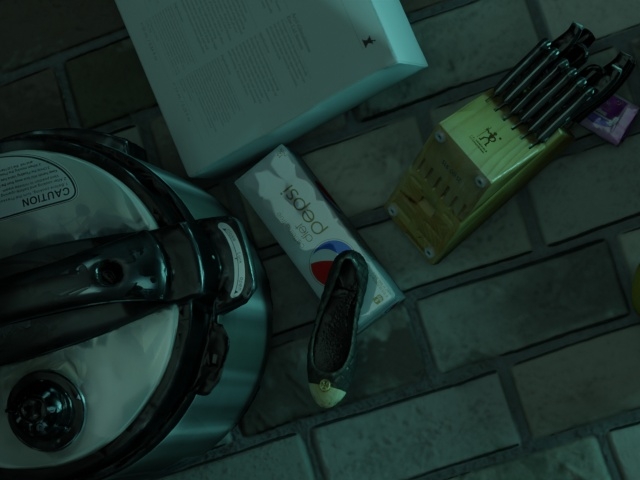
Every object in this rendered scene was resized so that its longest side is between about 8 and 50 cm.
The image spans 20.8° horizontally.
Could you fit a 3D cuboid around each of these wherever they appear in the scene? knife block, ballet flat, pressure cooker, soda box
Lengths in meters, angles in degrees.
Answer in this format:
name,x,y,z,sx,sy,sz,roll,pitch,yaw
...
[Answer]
name,x,y,z,sx,sy,sz,roll,pitch,yaw
knife block,0.214,-0.115,1.893,0.242,0.276,0.088,-32,75,-30
ballet flat,0.014,0.094,1.876,0.057,0.049,0.173,9,90,16
pressure cooker,-0.255,0.077,1.816,0.375,0.420,0.370,32,93,13
soda box,0.000,0.000,1.948,0.074,0.069,0.216,-38,78,8

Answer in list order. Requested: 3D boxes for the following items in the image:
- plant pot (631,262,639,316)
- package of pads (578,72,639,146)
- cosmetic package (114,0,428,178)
name,x,y,z,sx,sy,sz,roll,pitch,yaw
plant pot,0.386,0.054,1.842,0.095,0.134,0.134,14,88,37
package of pads,0.305,-0.144,1.914,0.083,0.032,0.050,32,97,13
cosmetic package,-0.085,-0.298,1.946,0.284,0.097,0.377,-27,80,26
